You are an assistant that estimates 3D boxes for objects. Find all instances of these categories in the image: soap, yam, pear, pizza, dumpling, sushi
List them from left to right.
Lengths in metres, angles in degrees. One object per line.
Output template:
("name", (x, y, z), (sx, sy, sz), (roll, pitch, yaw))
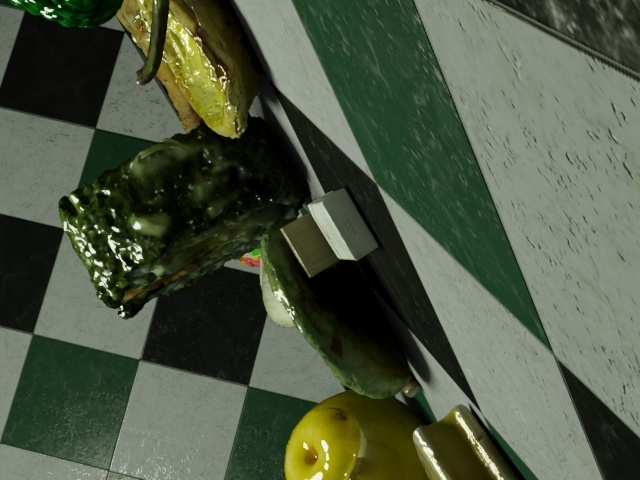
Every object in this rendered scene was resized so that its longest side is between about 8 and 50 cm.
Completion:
("pizza", (-0.335, -0.388, 2.448), (0.435, 0.080, 0.392), (59, 174, -14))
("sushi", (-0.203, -0.046, 1.732), (0.178, 0.352, 0.294), (61, 177, 11))
("dumpling", (-0.056, 0.081, 2.239), (0.216, 0.126, 0.166), (-132, 22, -64))
("pear", (0.098, 0.391, 2.009), (0.285, 0.336, 0.284), (5, 97, 44))
("yam", (0.111, 0.192, 1.838), (0.145, 0.032, 0.032), (52, 171, 45))
("soap", (0.223, 0.347, 1.414), (0.274, 0.089, 0.173), (56, 174, 39))

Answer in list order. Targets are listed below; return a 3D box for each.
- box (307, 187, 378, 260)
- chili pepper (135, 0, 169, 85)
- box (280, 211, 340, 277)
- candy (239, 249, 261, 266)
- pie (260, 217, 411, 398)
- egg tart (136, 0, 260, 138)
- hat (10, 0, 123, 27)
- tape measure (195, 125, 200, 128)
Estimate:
("box", (0.026, -0.019, 1.462), (0.084, 0.040, 0.154), (57, 175, -4))
("chili pepper", (-0.153, -0.306, 1.083), (0.135, 0.131, 0.338), (19, 143, 40))
("box", (0.000, 0.000, 1.578), (0.083, 0.079, 0.035), (61, 173, 0))
("candy", (-0.072, 0.053, 2.435), (0.124, 0.124, 0.365), (54, -179, 39))
("pie", (0.018, 0.092, 1.690), (0.323, 0.070, 0.323), (51, -167, -17))
("egg tart", (-0.155, -0.262, 1.535), (0.279, 0.095, 0.279), (55, 168, 18))
("hat", (-0.391, -0.422, 1.474), (0.274, 0.332, 0.242), (130, 152, -65))
("tape measure", (-0.159, -0.129, 2.118), (0.199, 0.112, 0.186), (63, 170, -14))
